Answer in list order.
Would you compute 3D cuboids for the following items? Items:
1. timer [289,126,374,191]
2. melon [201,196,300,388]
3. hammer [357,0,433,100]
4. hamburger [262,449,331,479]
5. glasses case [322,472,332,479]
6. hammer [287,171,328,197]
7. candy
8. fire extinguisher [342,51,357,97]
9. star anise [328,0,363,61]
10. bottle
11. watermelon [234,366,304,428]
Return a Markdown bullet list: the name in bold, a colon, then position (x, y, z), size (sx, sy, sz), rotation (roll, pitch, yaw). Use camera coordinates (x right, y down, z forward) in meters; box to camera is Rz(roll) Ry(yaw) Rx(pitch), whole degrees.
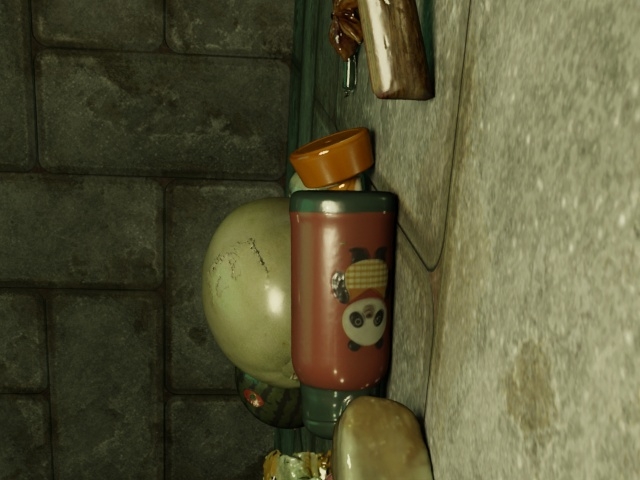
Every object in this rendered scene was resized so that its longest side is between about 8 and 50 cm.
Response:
- **timer**: position (0.036, -0.085, 1.268), size (0.132, 0.132, 0.152), rotation (-114, 4, -76)
- **melon**: position (-0.060, 0.083, 1.299), size (0.268, 0.269, 0.330), rotation (100, 163, -52)
- **hammer**: position (0.047, -0.345, 0.855), size (0.095, 0.243, 0.408), rotation (-126, 24, -75)
- **hamburger**: position (-0.008, 0.416, 1.199), size (0.288, 0.168, 0.192), rotation (102, 169, -56)
- **glasses case**: position (0.050, 0.353, 1.007), size (0.070, 0.103, 0.193), rotation (90, 179, -64)
- **hammer**: position (0.000, 0.000, 1.569), size (0.305, 0.113, 0.201), rotation (-107, 16, -56)
- **candy**: position (0.066, 0.288, 0.860), size (0.104, 0.102, 0.233), rotation (103, 168, -59)
- **fire extinguisher**: position (0.054, -0.300, 1.467), size (0.038, 0.025, 0.083), rotation (26, 117, 58)
- **star anise**: position (0.047, -0.393, 1.404), size (0.168, 0.057, 0.167), rotation (-177, 90, -85)
- **bottle**: position (0.029, 0.100, 1.092), size (0.144, 0.144, 0.335), rotation (-135, 44, -81)
- **watermelon**: position (-0.052, 0.239, 1.480), size (0.212, 0.212, 0.212), rotation (-178, 90, -84)
